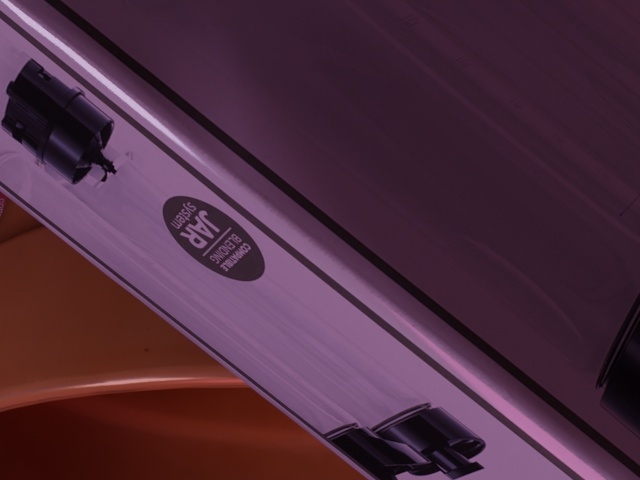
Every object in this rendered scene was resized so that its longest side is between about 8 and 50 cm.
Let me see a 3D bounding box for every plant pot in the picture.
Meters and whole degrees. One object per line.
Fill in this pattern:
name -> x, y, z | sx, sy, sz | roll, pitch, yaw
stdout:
plant pot -> 0.000, 0.000, 0.585 | 0.290, 0.204, 0.291 | 1, 158, 1

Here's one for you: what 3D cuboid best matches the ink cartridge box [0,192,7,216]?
ink cartridge box -> -0.082, 0.029, 0.820 | 0.217, 0.092, 0.158 | -5, 158, 11

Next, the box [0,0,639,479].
box -> 0.039, -0.029, 0.393 | 0.290, 0.169, 0.087 | 37, 150, -6
